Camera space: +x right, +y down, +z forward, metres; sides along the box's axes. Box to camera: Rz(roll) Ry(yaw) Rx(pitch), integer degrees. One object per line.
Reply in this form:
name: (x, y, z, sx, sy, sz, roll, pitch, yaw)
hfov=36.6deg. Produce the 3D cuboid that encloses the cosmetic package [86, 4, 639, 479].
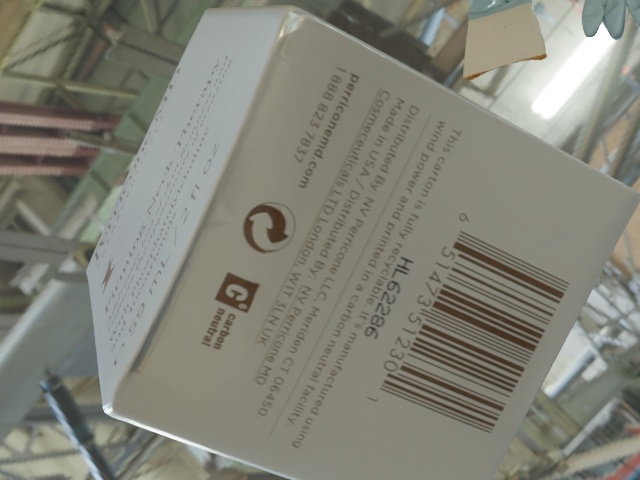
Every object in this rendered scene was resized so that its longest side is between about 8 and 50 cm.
cosmetic package: (0.000, 0.000, 0.900, 0.329, 0.327, 0.394, -65, 19, 5)

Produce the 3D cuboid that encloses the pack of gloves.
pack of gloves: (0.244, -0.249, 0.989, 0.195, 0.232, 0.046, -15, -47, 22)
